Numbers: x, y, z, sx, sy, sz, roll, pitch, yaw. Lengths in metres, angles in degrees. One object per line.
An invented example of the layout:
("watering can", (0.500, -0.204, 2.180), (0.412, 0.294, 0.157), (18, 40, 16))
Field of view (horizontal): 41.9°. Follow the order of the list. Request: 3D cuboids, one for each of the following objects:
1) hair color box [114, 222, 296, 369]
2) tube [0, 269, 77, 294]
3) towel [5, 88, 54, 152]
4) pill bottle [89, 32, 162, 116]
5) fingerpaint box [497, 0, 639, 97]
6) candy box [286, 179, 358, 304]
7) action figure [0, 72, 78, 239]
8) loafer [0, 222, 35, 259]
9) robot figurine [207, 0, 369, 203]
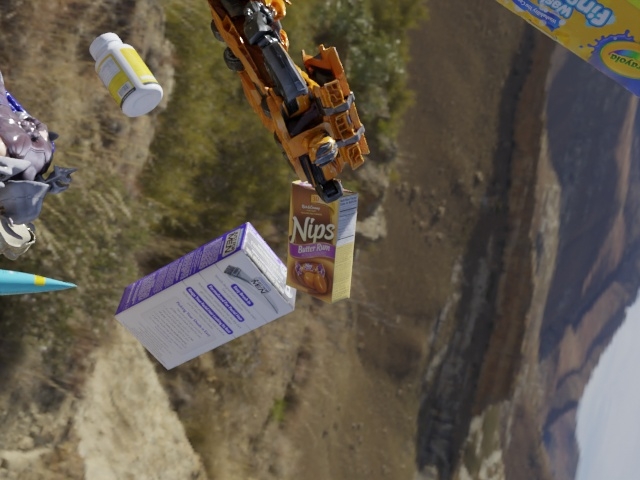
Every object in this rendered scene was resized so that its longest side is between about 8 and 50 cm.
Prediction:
("hair color box", (-0.239, 0.122, 1.761), (0.185, 0.339, 0.110), (52, 25, -28))
("tube", (-0.517, 0.071, 1.387), (0.080, 0.207, 0.052), (13, -82, 63))
("towel", (-0.728, -0.181, 1.725), (0.227, 0.308, 0.076), (49, 22, -20))
("pill bottle", (-0.446, -0.379, 1.899), (0.103, 0.184, 0.103), (-33, 165, -10))
("fingerpaint box", (0.470, -0.501, 1.329), (0.371, 0.445, 0.163), (-49, -161, 41))
("candy box", (0.000, 0.000, 1.388), (0.053, 0.109, 0.186), (-15, 116, -46))
("action figure", (-0.302, -0.135, 0.731), (0.185, 0.099, 0.285), (101, -29, -87))
("loafer", (-0.786, -0.020, 2.088), (0.092, 0.102, 0.268), (-38, 178, -10))
("robot figurine", (-0.039, -0.172, 0.843), (0.291, 0.085, 0.211), (59, -6, 41))
